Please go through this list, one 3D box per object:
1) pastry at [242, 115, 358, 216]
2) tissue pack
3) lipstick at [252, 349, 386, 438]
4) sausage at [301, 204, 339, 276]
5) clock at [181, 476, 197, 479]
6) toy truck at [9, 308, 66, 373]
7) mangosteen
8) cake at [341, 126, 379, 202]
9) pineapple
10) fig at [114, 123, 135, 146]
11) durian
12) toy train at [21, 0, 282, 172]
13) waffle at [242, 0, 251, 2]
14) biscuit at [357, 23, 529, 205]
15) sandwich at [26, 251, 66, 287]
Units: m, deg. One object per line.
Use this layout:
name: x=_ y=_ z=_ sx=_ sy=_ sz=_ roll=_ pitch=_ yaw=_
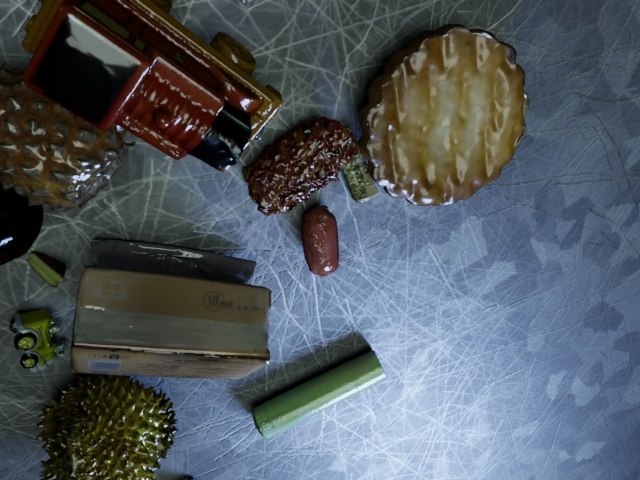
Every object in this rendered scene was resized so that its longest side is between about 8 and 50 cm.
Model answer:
pastry: x=-0.037 y=-0.130 z=0.902 sx=0.209 sy=0.097 sz=0.115 roll=-38 pitch=112 yaw=5
tissue pack: x=-0.258 y=0.118 z=0.912 sx=0.306 sy=0.238 sz=0.238 roll=9 pitch=111 yaw=-21
lipstick: x=-0.003 y=0.340 z=1.151 sx=0.304 sy=0.076 sz=0.076 roll=-24 pitch=119 yaw=-5
sausage: x=0.000 y=0.000 z=0.990 sx=0.076 sy=0.076 sz=0.141 roll=-11 pitch=118 yaw=-13
clock: x=-0.312 y=0.651 z=1.201 sx=0.145 sy=0.073 sz=0.193 roll=-28 pitch=120 yaw=-4
toy truck: x=-0.496 y=0.178 z=0.923 sx=0.077 sy=0.076 sz=0.111 roll=-17 pitch=121 yaw=-32
mangosteen: x=-0.513 y=-0.025 z=0.773 sx=0.200 sy=0.200 sz=0.199 roll=-7 pitch=116 yaw=-15
cake: x=0.060 y=-0.140 z=0.972 sx=0.051 sy=0.055 sz=0.140 roll=-25 pitch=102 yaw=-4
pineapple: x=-0.443 y=-0.193 z=0.705 sx=0.361 sy=0.175 sz=0.175 roll=42 pitch=97 yaw=-9
fig: x=-0.320 y=-0.178 z=0.824 sx=0.050 sy=0.050 sz=0.083 roll=-24 pitch=139 yaw=-5
durian: x=-0.395 y=0.382 z=0.956 sx=0.258 sy=0.258 sz=0.292 roll=23 pitch=111 yaw=-26
toy train: x=-0.232 y=-0.226 z=0.703 sx=0.369 sy=0.231 sz=0.163 roll=32 pitch=119 yaw=-28
waffle: x=-0.154 y=-0.409 z=0.748 sx=0.148 sy=0.042 sz=0.102 roll=0 pitch=115 yaw=-32
biscuit: x=0.215 y=-0.218 z=0.939 sx=0.326 sy=0.107 sz=0.325 roll=-8 pitch=120 yaw=-14
sandwich: x=-0.457 y=0.050 z=0.889 sx=0.031 sy=0.083 sz=0.044 roll=-54 pitch=162 yaw=5
